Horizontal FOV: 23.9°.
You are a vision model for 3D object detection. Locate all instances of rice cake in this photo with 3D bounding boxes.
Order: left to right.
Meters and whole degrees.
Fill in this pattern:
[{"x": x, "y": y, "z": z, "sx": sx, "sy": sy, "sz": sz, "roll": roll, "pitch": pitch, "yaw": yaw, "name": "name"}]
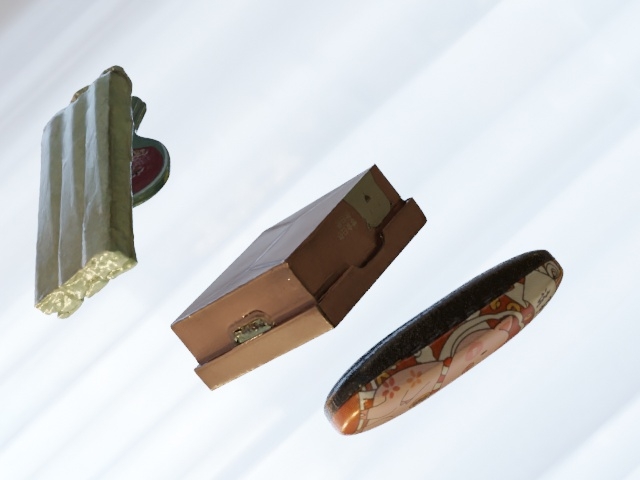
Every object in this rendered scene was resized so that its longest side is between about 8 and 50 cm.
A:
[{"x": -0.211, "y": -0.048, "z": 1.357, "sx": 0.038, "sy": 0.124, "sz": 0.211, "roll": 24, "pitch": -136, "yaw": -38, "name": "rice cake"}]

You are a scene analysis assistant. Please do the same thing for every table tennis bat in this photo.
[{"x": -0.256, "y": -0.106, "z": 1.916, "sx": 0.244, "sy": 0.152, "sz": 0.040, "roll": -83, "pitch": -16, "yaw": -52, "name": "table tennis bat"}]

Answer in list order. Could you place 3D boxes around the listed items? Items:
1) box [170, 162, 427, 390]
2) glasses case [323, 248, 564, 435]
[{"x": -0.026, "y": 0.037, "z": 1.581, "sx": 0.215, "sy": 0.215, "sz": 0.086, "roll": -30, "pitch": 102, "yaw": 44, "name": "box"}, {"x": 0.116, "y": 0.093, "z": 1.397, "sx": 0.067, "sy": 0.266, "sz": 0.103, "roll": 53, "pitch": 159, "yaw": 13, "name": "glasses case"}]
